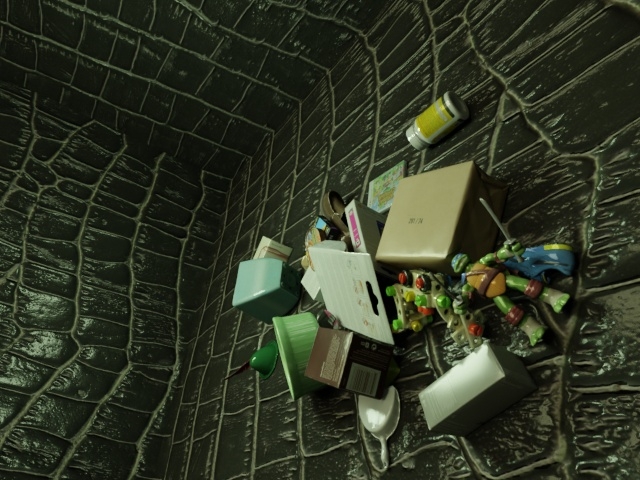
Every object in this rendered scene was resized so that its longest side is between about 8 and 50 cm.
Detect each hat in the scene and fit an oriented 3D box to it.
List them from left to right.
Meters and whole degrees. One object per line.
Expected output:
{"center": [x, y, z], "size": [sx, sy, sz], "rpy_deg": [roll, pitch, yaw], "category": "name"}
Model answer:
{"center": [-0.322, 0.551, 2.019], "size": [0.173, 0.184, 0.208], "rpy_deg": [-39, 37, 42], "category": "hat"}

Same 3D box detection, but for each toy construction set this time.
{"center": [0.298, 0.188, 1.200], "size": [0.328, 0.151, 0.214], "rpy_deg": [3, 98, 61], "category": "toy construction set"}

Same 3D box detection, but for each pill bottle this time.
{"center": [0.418, -0.426, 1.552], "size": [0.208, 0.119, 0.119], "rpy_deg": [-37, 38, 43], "category": "pill bottle"}

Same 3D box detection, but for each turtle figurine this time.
{"center": [0.404, 0.103, 0.982], "size": [0.266, 0.274, 0.198], "rpy_deg": [36, 69, 28], "category": "turtle figurine"}

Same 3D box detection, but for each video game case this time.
{"center": [0.267, -0.200, 1.747], "size": [0.212, 0.023, 0.193], "rpy_deg": [-30, 44, 49], "category": "video game case"}

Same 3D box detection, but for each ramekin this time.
{"center": [-0.067, 0.411, 1.576], "size": [0.303, 0.148, 0.303], "rpy_deg": [166, 90, -79], "category": "ramekin"}

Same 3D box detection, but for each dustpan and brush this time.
{"center": [0.179, 0.553, 1.269], "size": [0.147, 0.060, 0.211], "rpy_deg": [-30, 36, 35], "category": "dustpan and brush"}

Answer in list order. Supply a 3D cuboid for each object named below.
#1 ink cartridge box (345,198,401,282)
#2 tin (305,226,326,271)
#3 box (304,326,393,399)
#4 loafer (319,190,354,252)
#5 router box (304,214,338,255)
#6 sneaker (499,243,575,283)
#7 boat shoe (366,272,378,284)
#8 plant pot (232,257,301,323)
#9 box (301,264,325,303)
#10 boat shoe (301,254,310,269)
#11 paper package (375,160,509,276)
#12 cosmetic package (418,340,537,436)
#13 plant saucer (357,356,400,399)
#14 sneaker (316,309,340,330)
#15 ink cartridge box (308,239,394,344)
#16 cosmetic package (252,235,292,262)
{"center": [0.196, 0.016, 1.529], "size": [0.069, 0.176, 0.370], "rpy_deg": [-49, 31, 29], "category": "ink cartridge box"}
{"center": [-0.011, 0.037, 1.740], "size": [0.106, 0.040, 0.189], "rpy_deg": [-42, 52, 49], "category": "tin"}
{"center": [0.086, 0.377, 1.339], "size": [0.203, 0.169, 0.166], "rpy_deg": [-9, 60, 58], "category": "box"}
{"center": [0.103, -0.095, 1.862], "size": [0.130, 0.134, 0.365], "rpy_deg": [-45, 43, 30], "category": "loafer"}
{"center": [0.000, 0.000, 1.805], "size": [0.133, 0.046, 0.178], "rpy_deg": [47, 123, 52], "category": "router box"}
{"center": [0.508, 0.064, 1.047], "size": [0.209, 0.069, 0.082], "rpy_deg": [-16, 59, 56], "category": "sneaker"}
{"center": [0.111, 0.118, 1.672], "size": [0.303, 0.114, 0.091], "rpy_deg": [-6, 57, 60], "category": "boat shoe"}
{"center": [-0.233, 0.225, 2.085], "size": [0.253, 0.247, 0.247], "rpy_deg": [-21, 48, 31], "category": "plant pot"}
{"center": [0.016, 0.187, 1.767], "size": [0.090, 0.130, 0.170], "rpy_deg": [-63, 26, 9], "category": "box"}
{"center": [-0.013, 0.069, 1.950], "size": [0.302, 0.098, 0.109], "rpy_deg": [-17, 54, 56], "category": "boat shoe"}
{"center": [0.357, -0.053, 1.308], "size": [0.325, 0.168, 0.309], "rpy_deg": [-4, 65, 61], "category": "paper package"}
{"center": [0.362, 0.354, 1.011], "size": [0.238, 0.127, 0.107], "rpy_deg": [-51, 30, 31], "category": "cosmetic package"}
{"center": [0.156, 0.424, 1.413], "size": [0.188, 0.045, 0.188], "rpy_deg": [-58, 28, 16], "category": "plant saucer"}
{"center": [0.038, 0.334, 1.581], "size": [0.072, 0.178, 0.077], "rpy_deg": [-33, 9, -17], "category": "sneaker"}
{"center": [0.119, 0.160, 1.461], "size": [0.385, 0.091, 0.307], "rpy_deg": [3, 113, 60], "category": "ink cartridge box"}
{"center": [-0.288, 0.144, 2.332], "size": [0.129, 0.153, 0.295], "rpy_deg": [19, 87, 62], "category": "cosmetic package"}
